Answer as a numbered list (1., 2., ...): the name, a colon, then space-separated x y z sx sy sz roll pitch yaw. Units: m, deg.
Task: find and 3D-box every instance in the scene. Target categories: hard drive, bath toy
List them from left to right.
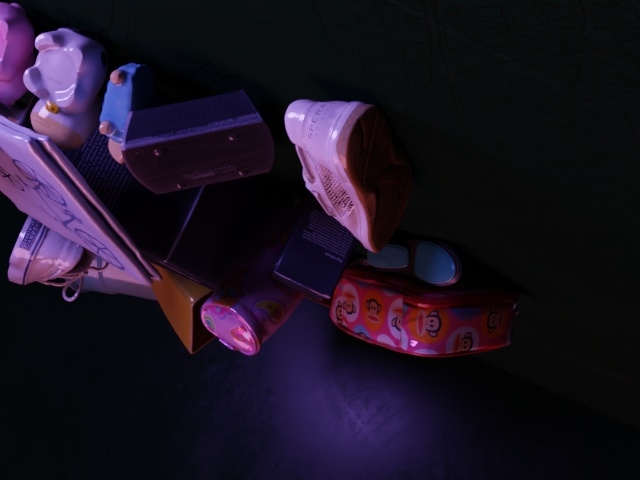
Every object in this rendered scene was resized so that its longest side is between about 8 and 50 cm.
1. bath toy: -0.366 -0.221 1.060 0.348 0.151 0.129 27 -159 4
2. hard drive: -0.143 -0.113 1.037 0.172 0.054 0.254 -12 173 -3

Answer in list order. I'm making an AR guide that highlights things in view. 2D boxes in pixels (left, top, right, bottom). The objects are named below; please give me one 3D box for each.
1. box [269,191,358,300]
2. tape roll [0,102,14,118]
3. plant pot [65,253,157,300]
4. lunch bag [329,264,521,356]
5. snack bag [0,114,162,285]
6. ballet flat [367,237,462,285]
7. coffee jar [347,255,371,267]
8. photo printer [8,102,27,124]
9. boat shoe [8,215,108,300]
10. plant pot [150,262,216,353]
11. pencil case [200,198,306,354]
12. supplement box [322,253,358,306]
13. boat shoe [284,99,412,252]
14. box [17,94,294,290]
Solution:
1. box: 0.000 0.000 1.280 0.093 0.158 0.156 25 173 -3
2. tape roll: -0.629 -0.232 1.370 0.246 0.246 0.169 19 172 41
3. plant pot: -0.371 0.004 2.036 0.334 0.341 0.341 16 172 10
4. lunch bag: 0.184 0.112 1.464 0.258 0.120 0.293 0 -172 -33
5. snack bag: -0.402 -0.086 1.201 0.343 0.037 0.323 24 158 34
6. ballet flat: 0.161 0.029 1.351 0.074 0.074 0.203 30 167 -37
7. coffee jar: 0.111 0.103 1.928 0.079 0.096 0.184 25 174 22
8. photo printer: -0.705 -0.247 2.093 0.256 0.107 0.307 25 173 -3
9. boat shoe: -0.467 0.030 1.573 0.156 0.135 0.367 24 164 -14
10. plant pot: -0.234 0.058 1.720 0.187 0.212 0.212 42 150 19
11. pencil case: -0.068 0.057 1.421 0.124 0.284 0.124 25 143 21
12. supplement box: -0.045 0.043 1.879 0.191 0.129 0.194 22 173 23
13. boat shoe: 0.030 -0.073 0.915 0.096 0.098 0.277 23 164 21
14. box: -0.297 -0.081 1.490 0.396 0.212 0.293 21 171 26
